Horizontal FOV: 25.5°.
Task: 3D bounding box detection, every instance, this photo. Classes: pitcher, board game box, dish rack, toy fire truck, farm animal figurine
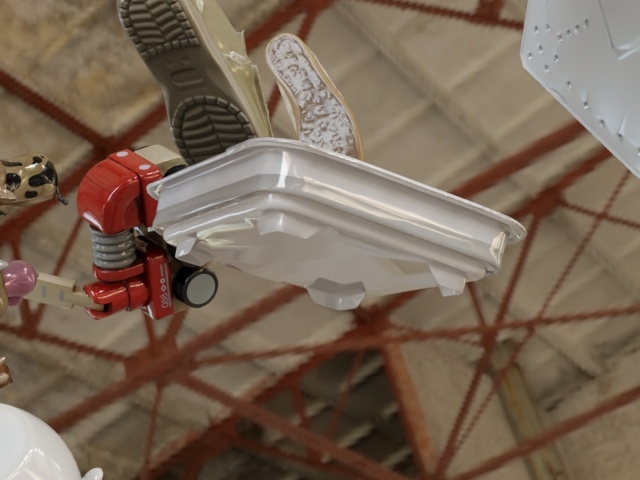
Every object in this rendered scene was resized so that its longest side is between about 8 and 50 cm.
[{"bbox_3d":[-0.204,0.209,1.040,0.178,0.125,0.207,-18,-46,-12],"label":"pitcher"},{"bbox_3d":[0.379,-0.285,1.656,0.050,0.390,0.390,-14,-49,-21],"label":"board game box"},{"bbox_3d":[0.000,0.000,1.344,0.286,0.072,0.333,18,-14,-25],"label":"dish rack"},{"bbox_3d":[-0.281,0.004,1.813,0.246,0.158,0.217,-21,-58,-30],"label":"toy fire truck"},{"bbox_3d":[-0.394,0.006,1.440,0.172,0.330,0.327,-20,-40,38],"label":"farm animal figurine"}]

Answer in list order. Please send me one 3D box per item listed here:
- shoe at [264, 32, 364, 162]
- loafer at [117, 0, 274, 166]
[{"bbox_3d":[0.000,-0.155,1.716,0.077,0.219,0.058,-27,-21,10],"label":"shoe"},{"bbox_3d":[-0.106,-0.162,1.384,0.102,0.092,0.268,-1,-47,25],"label":"loafer"}]
